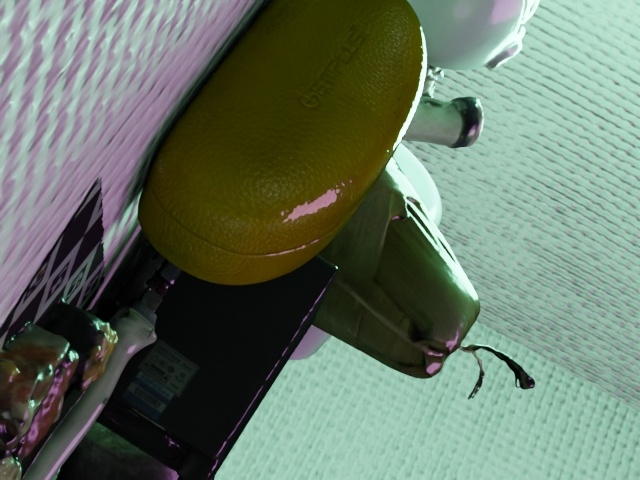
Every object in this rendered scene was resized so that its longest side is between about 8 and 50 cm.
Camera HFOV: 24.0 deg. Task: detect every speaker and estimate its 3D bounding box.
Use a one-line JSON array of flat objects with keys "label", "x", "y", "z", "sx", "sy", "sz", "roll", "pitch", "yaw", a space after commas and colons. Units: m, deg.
[{"label": "speaker", "x": -0.130, "y": 0.109, "z": 1.504, "sx": 0.254, "sy": 0.184, "sz": 0.232, "roll": -57, "pitch": 177, "yaw": -17}]

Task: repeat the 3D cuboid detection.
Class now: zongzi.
[{"label": "zongzi", "x": 0.096, "y": -0.024, "z": 1.756, "sx": 0.181, "sy": 0.447, "sz": 0.418, "roll": -42, "pitch": 158, "yaw": -58}]

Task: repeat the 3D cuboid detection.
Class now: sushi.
[{"label": "sushi", "x": -0.220, "y": 0.123, "z": 1.175, "sx": 0.294, "sy": 0.059, "sz": 0.292, "roll": -61, "pitch": 179, "yaw": -20}]

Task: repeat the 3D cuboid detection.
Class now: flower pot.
[{"label": "flower pot", "x": -0.217, "y": 0.280, "z": 1.766, "sx": 0.235, "sy": 0.235, "sz": 0.148, "roll": -57, "pitch": 157, "yaw": -67}]

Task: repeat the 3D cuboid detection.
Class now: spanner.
[{"label": "spanner", "x": -0.194, "y": 0.101, "z": 1.323, "sx": 0.096, "sy": 0.040, "sz": 0.325, "roll": -3, "pitch": -131, "yaw": 55}]

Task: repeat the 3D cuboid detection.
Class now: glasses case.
[{"label": "glasses case", "x": -0.014, "y": -0.113, "z": 1.349, "sx": 0.371, "sy": 0.173, "sz": 0.141, "roll": -59, "pitch": -179, "yaw": -44}]

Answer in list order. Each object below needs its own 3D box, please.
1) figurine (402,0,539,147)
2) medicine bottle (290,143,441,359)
[{"label": "figurine", "x": 0.149, "y": -0.286, "z": 1.941, "sx": 0.361, "sy": 0.253, "sz": 0.211, "roll": -61, "pitch": 177, "yaw": 30}, {"label": "medicine bottle", "x": 0.000, "y": 0.000, "z": 2.249, "sx": 0.325, "sy": 0.256, "sz": 0.256, "roll": -53, "pitch": -177, "yaw": 32}]
